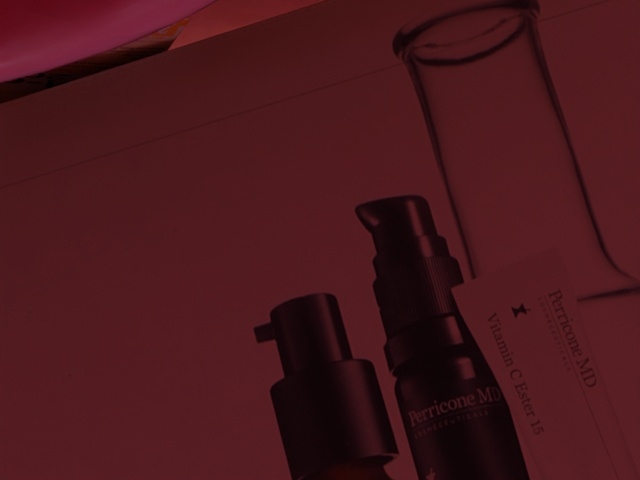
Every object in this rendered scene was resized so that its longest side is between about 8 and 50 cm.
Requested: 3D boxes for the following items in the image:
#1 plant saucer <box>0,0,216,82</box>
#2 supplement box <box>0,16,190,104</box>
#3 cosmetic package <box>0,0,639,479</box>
[{"bbox_3d":[-0.149,-0.116,0.245,0.332,0.084,0.332,-4,166,-1],"label":"plant saucer"},{"bbox_3d":[-0.093,-0.081,0.498,0.062,0.036,0.098,0,166,-22],"label":"supplement box"},{"bbox_3d":[-0.004,0.066,0.496,0.377,0.285,0.097,-17,169,7],"label":"cosmetic package"}]
